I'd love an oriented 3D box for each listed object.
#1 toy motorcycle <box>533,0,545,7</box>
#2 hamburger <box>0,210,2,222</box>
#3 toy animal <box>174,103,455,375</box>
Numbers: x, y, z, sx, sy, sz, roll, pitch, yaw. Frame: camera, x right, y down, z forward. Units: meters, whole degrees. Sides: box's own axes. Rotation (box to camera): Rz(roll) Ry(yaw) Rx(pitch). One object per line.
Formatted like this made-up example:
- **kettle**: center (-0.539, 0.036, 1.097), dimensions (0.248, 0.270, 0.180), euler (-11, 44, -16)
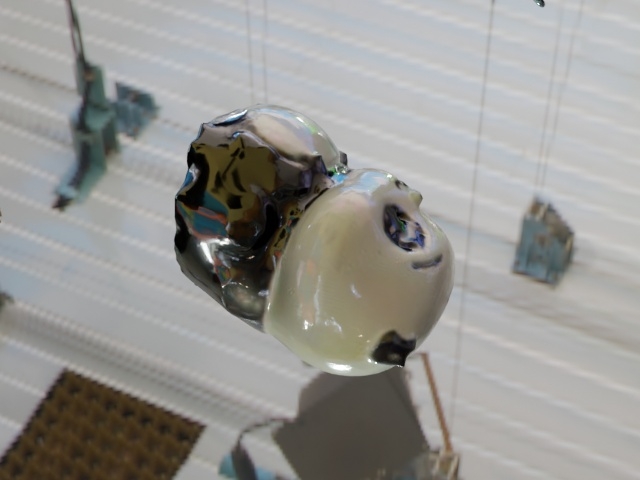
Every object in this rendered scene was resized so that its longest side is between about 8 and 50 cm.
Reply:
- **toy motorcycle**: center (0.244, -0.259, 1.197), dimensions (0.154, 0.206, 0.260), euler (55, -161, -4)
- **hamburger**: center (-0.328, -0.097, 0.800), dimensions (0.209, 0.330, 0.162), euler (-29, -167, -9)
- **toy animal**: center (0.000, 0.000, 0.968), dimensions (0.179, 0.138, 0.166), euler (27, -164, 10)
